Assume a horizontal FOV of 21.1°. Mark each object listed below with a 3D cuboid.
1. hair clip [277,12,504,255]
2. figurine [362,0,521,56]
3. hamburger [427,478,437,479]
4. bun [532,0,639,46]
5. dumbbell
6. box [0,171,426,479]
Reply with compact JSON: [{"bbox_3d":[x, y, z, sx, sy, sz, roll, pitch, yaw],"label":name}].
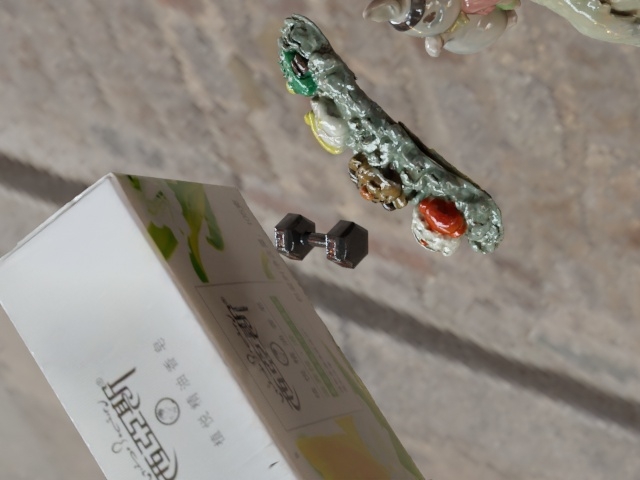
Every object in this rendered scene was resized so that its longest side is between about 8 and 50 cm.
[{"bbox_3d":[0.056,-0.094,1.795,0.321,0.091,0.138,44,174,12],"label":"hair clip"},{"bbox_3d":[0.091,-0.191,1.270,0.081,0.098,0.146,55,-161,20],"label":"figurine"},{"bbox_3d":[0.083,0.278,1.375,0.243,0.138,0.261,21,130,-16],"label":"hamburger"},{"bbox_3d":[0.267,-0.342,1.473,0.359,0.360,0.211,52,174,-25],"label":"bun"},{"bbox_3d":[0.000,0.000,1.406,0.083,0.040,0.036,8,135,43],"label":"dumbbell"},{"bbox_3d":[-0.058,0.095,1.037,0.260,0.111,0.194,59,-164,10],"label":"box"}]
